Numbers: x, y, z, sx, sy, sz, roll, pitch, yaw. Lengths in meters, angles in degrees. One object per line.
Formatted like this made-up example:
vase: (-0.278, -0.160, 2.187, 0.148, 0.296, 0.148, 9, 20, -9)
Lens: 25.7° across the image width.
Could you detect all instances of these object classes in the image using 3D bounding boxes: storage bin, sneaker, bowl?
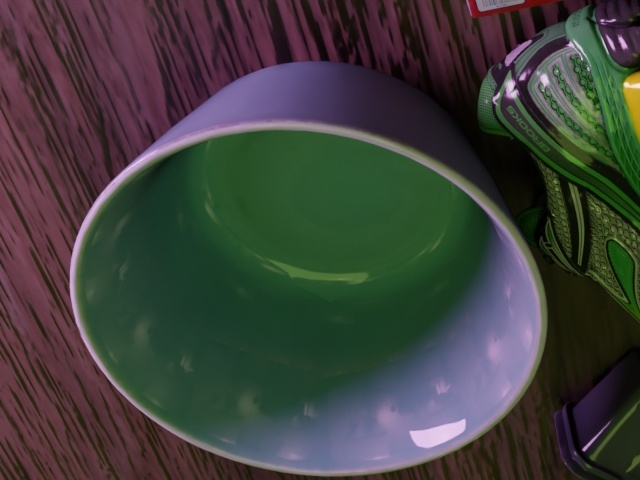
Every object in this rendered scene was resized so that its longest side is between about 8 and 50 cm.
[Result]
storage bin: (0.267, 0.154, 1.106, 0.135, 0.098, 0.091, 25, 119, -13)
sneaker: (0.224, -0.008, 0.961, 0.146, 0.134, 0.343, -16, 117, 30)
bowl: (0.000, 0.000, 0.963, 0.311, 0.163, 0.311, 5, 131, 6)

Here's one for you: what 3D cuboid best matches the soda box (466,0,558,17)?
soda box: (0.205, -0.207, 0.799, 0.263, 0.092, 0.083, -8, 127, 17)
